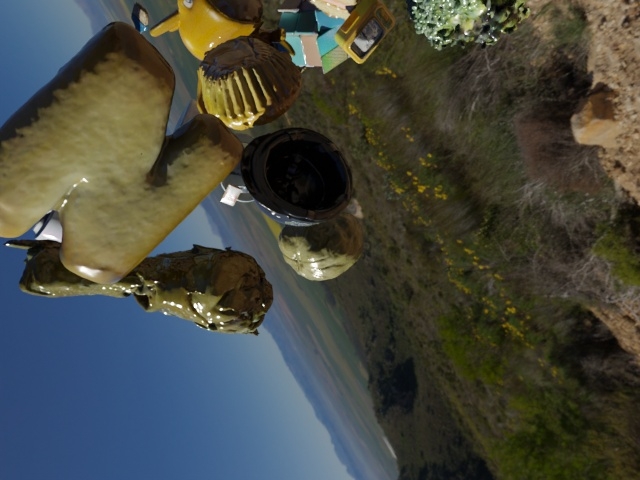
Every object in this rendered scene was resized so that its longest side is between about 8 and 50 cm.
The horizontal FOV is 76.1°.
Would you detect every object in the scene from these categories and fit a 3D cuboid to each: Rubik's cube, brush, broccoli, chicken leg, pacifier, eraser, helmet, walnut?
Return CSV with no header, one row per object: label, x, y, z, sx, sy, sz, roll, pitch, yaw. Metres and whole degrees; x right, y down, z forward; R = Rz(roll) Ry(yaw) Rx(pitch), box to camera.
Rubik's cube,0.003,-0.978,1.875,0.358,0.368,0.387,10,117,22
brush,-0.477,-0.531,1.065,0.051,0.014,0.164,45,136,4
broccoli,0.297,-0.566,0.830,0.324,0.272,0.334,-68,-41,-59
chicken leg,-0.272,0.073,0.685,0.201,0.429,0.153,-34,51,53
pacifier,-0.275,-0.296,1.609,0.207,0.227,0.279,-7,88,59
eraser,-0.574,-0.395,1.761,0.150,0.331,0.331,21,-171,-29
helmet,-0.069,-0.133,0.970,0.160,0.278,0.231,-31,68,61
walnut,-0.002,0.000,1.443,0.282,0.277,0.253,-11,114,40

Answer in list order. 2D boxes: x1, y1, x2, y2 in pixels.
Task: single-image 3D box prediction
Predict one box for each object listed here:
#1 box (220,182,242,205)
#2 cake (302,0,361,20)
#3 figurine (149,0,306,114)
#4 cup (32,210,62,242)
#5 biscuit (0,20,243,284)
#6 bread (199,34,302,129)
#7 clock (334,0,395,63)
box,-0.295,-0.151,1.350,0.083,0.046,0.012,-51,28,40
cake,0.064,-1.021,1.462,0.293,0.314,0.307,23,-173,4
figurine,-0.266,-0.559,1.219,0.387,0.401,0.268,42,173,-23
cup,-1.047,-0.062,1.837,0.371,0.253,0.253,30,-169,-40
biscuit,-0.256,-0.085,0.513,0.062,0.290,0.237,44,177,40
bread,-0.155,-0.350,0.909,0.240,0.240,0.139,50,166,41
clock,0.165,-0.782,1.518,0.143,0.202,0.096,11,-140,-55
